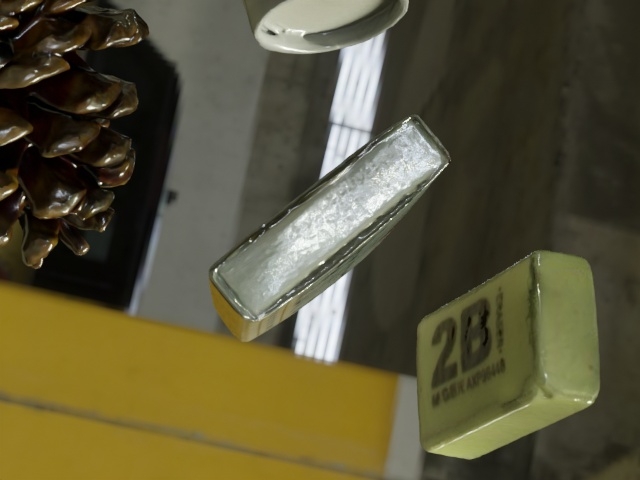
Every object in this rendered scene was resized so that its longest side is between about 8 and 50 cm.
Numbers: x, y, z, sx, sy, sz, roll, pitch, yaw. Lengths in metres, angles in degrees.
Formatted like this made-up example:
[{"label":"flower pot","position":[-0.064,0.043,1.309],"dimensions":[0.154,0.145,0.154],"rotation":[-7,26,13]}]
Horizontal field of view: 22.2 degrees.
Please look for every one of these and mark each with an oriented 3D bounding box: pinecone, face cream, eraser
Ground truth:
[{"label":"pinecone","position":[-0.248,-0.123,1.266],"dimensions":[0.244,0.244,0.309],"rotation":[-95,180,-63]},{"label":"face cream","position":[-0.008,-0.313,1.682],"dimensions":[0.175,0.175,0.195],"rotation":[124,-43,-66]},{"label":"eraser","position":[0.138,0.088,1.234],"dimensions":[0.172,0.058,0.117],"rotation":[-37,-134,54]}]

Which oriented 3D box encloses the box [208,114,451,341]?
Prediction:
[{"label":"box","position":[0.000,0.000,0.771],"dimensions":[0.115,0.036,0.177],"rotation":[-39,177,-6]}]
